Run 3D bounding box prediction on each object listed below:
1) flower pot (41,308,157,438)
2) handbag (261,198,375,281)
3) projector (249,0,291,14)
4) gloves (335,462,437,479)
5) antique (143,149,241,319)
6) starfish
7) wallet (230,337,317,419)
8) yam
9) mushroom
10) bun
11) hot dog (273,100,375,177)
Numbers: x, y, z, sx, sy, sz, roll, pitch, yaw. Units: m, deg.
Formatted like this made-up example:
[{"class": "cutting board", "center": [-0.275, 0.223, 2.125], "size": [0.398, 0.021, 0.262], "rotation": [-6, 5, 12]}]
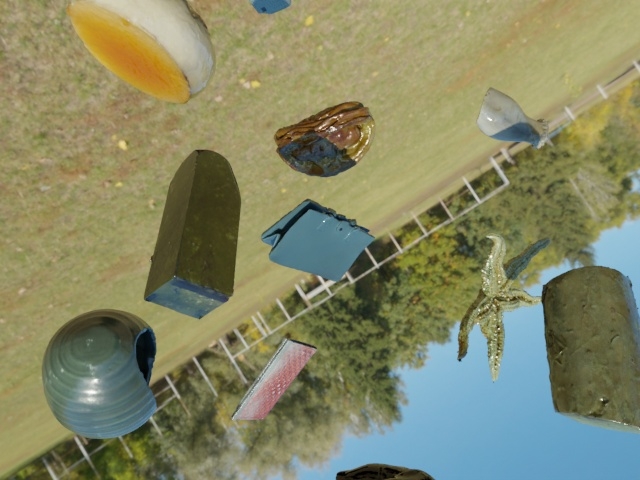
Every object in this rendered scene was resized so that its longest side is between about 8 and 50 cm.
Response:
[{"class": "flower pot", "center": [-0.340, 0.211, 0.846], "size": [0.157, 0.189, 0.243], "rotation": [-7, 145, -12]}, {"class": "handbag", "center": [0.000, 0.000, 1.079], "size": [0.144, 0.057, 0.221], "rotation": [-45, 140, 21]}, {"class": "projector", "center": [-0.165, -0.720, 1.343], "size": [0.108, 0.199, 0.250], "rotation": [-17, 175, 12]}, {"class": "gloves", "center": [0.117, 0.415, 0.787], "size": [0.301, 0.153, 0.197], "rotation": [-17, 168, 40]}, {"class": "antique", "center": [-0.157, -0.018, 0.694], "size": [0.080, 0.221, 0.081], "rotation": [28, 136, -33]}, {"class": "starfish", "center": [0.398, 0.137, 1.170], "size": [0.078, 0.348, 0.357], "rotation": [11, 175, 43]}, {"class": "wallet", "center": [-0.092, 0.283, 1.076], "size": [0.103, 0.020, 0.197], "rotation": [27, 101, -50]}, {"class": "yam", "center": [0.469, 0.192, 0.913], "size": [0.161, 0.268, 0.161], "rotation": [3, 156, 1]}, {"class": "mushroom", "center": [0.488, -0.297, 1.355], "size": [0.116, 0.225, 0.093], "rotation": [-66, -167, -3]}, {"class": "bun", "center": [-0.335, -0.420, 1.052], "size": [0.165, 0.298, 0.299], "rotation": [-64, -173, -18]}, {"class": "hot dog", "center": [0.011, -0.237, 1.289], "size": [0.258, 0.175, 0.114], "rotation": [-14, -130, 36]}]
